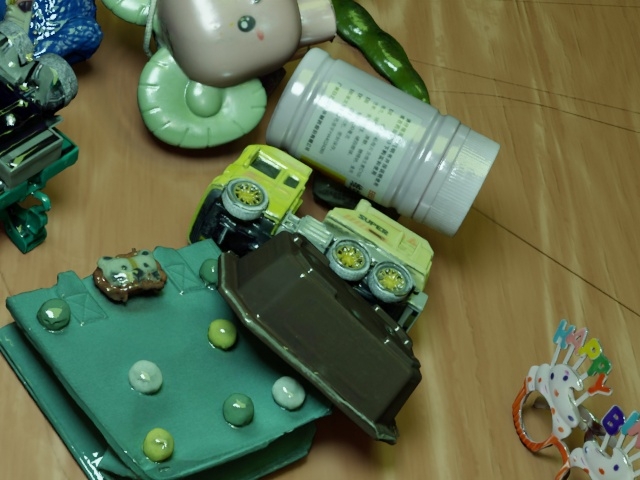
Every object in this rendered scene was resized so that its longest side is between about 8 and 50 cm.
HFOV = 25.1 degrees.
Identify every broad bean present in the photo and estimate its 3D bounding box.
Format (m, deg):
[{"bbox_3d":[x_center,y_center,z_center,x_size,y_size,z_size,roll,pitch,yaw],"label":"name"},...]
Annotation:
[{"bbox_3d":[0.078,-0.266,1.979,0.060,0.043,0.297,-27,66,-33],"label":"broad bean"}]

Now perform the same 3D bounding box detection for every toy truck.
[{"bbox_3d":[-0.412,-0.153,1.515,0.363,0.178,0.176,41,51,13],"label":"toy truck"},{"bbox_3d":[0.000,0.000,1.625,0.272,0.124,0.157,30,43,1],"label":"toy truck"}]

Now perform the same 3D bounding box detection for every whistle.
[{"bbox_3d":[-0.082,-0.185,1.825,0.033,0.033,0.176,30,43,1],"label":"whistle"}]

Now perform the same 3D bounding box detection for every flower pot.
[{"bbox_3d":[0.011,0.087,1.485,0.251,0.084,0.179,42,10,-15],"label":"flower pot"}]

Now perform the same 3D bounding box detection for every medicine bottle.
[{"bbox_3d":[0.072,-0.114,1.668,0.250,0.133,0.133,26,43,2],"label":"medicine bottle"}]

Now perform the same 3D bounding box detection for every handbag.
[{"bbox_3d":[-0.150,0.125,1.445,0.269,0.100,0.274,-17,60,-37],"label":"handbag"}]

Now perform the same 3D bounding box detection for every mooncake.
[{"bbox_3d":[0.052,-0.081,1.765,0.125,0.073,0.130,21,52,-3],"label":"mooncake"}]

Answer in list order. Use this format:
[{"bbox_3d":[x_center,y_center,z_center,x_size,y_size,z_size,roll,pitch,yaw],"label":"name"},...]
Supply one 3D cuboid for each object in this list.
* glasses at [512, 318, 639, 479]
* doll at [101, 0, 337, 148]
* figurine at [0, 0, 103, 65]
[{"bbox_3d":[0.312,0.212,1.562,0.095,0.162,0.255,-6,53,-36],"label":"glasses"},{"bbox_3d":[-0.126,-0.260,1.730,0.268,0.216,0.284,-19,90,-21],"label":"doll"},{"bbox_3d":[-0.336,-0.240,1.694,0.164,0.120,0.262,19,62,12],"label":"figurine"}]
